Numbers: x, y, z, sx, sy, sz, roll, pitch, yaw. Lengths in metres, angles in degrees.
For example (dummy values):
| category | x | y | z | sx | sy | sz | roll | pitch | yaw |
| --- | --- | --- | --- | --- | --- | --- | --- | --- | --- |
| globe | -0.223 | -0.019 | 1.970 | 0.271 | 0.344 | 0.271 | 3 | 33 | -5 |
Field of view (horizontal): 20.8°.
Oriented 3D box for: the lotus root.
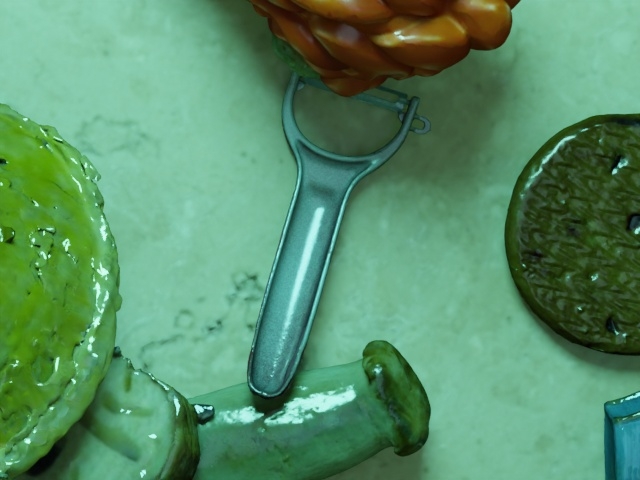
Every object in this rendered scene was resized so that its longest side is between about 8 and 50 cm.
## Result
| category | x | y | z | sx | sy | sz | roll | pitch | yaw |
| --- | --- | --- | --- | --- | --- | --- | --- | --- | --- |
| lotus root | -0.221 | 0.136 | 1.345 | 0.261 | 0.074 | 0.170 | 19 | 81 | 8 |

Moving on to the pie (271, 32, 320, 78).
| category | x | y | z | sx | sy | sz | roll | pitch | yaw |
| --- | --- | --- | --- | --- | --- | --- | --- | --- | --- |
| pie | 0.000 | -0.170 | 1.413 | 0.084 | 0.020 | 0.084 | 2 | 75 | -7 |

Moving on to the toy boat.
| category | x | y | z | sx | sy | sz | roll | pitch | yaw |
| --- | --- | --- | --- | --- | --- | --- | --- | --- | --- |
| toy boat | 0.281 | 0.219 | 1.462 | 0.077 | 0.075 | 0.185 | -2 | 97 | 0 |

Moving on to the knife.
| category | x | y | z | sx | sy | sz | roll | pitch | yaw |
| --- | --- | --- | --- | --- | --- | --- | --- | --- | --- |
| knife | 0.000 | 0.001 | 1.404 | 0.123 | 0.053 | 0.278 | 16 | 76 | 2 |

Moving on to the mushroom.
| category | x | y | z | sx | sy | sz | roll | pitch | yaw |
| --- | --- | --- | --- | --- | --- | --- | --- | --- | --- |
| mushroom | -0.064 | 0.163 | 1.408 | 0.312 | 0.081 | 0.100 | -16 | 84 | -3 |

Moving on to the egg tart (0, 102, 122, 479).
| category | x | y | z | sx | sy | sz | roll | pitch | yaw |
| --- | --- | --- | --- | --- | --- | --- | --- | --- | --- |
| egg tart | -0.306 | 0.035 | 1.272 | 0.341 | 0.132 | 0.341 | -5 | 67 | 12 |

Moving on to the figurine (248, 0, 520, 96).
| category | x | y | z | sx | sy | sz | roll | pitch | yaw |
| --- | --- | --- | --- | --- | --- | --- | --- | --- | --- |
| figurine | 0.040 | -0.325 | 1.326 | 0.306 | 0.241 | 0.412 | 22 | 74 | -17 |

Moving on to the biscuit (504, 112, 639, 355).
| category | x | y | z | sx | sy | sz | roll | pitch | yaw |
| --- | --- | --- | --- | --- | --- | --- | --- | --- | --- |
| biscuit | 0.256 | -0.004 | 1.463 | 0.212 | 0.036 | 0.212 | 0 | 93 | -7 |
